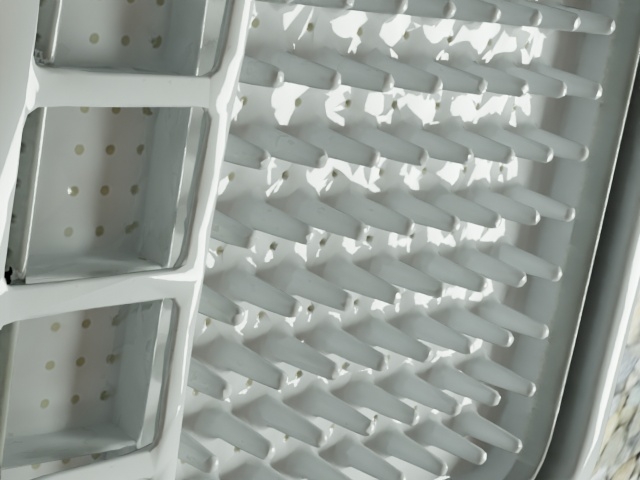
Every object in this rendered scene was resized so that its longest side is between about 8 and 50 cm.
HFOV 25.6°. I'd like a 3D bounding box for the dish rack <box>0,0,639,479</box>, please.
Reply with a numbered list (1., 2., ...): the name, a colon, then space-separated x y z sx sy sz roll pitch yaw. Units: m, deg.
1. dish rack: 0.000 0.000 0.475 0.333 0.072 0.285 -4 109 -46
